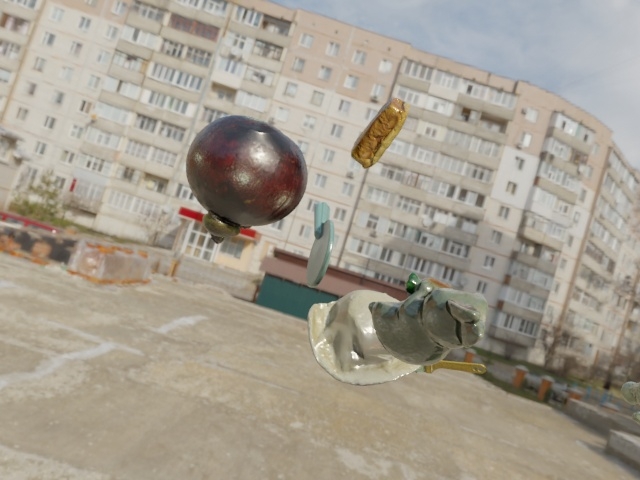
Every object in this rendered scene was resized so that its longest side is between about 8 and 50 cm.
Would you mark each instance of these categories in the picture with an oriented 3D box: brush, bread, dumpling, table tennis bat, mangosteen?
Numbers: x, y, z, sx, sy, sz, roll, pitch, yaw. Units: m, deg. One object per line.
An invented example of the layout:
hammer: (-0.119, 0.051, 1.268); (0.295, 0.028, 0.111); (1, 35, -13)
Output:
brush: (0.378, 0.369, 1.659); (0.218, 0.082, 0.010); (3, 29, 14)
bread: (0.106, -0.189, 0.987); (0.053, 0.132, 0.074); (33, 28, -7)
dumpling: (0.111, 0.210, 1.203); (0.243, 0.227, 0.175); (-19, -53, 19)
table tennis bat: (0.000, 0.000, 1.284); (0.040, 0.153, 0.244); (17, 42, -13)
mangosteen: (-0.134, -0.105, 0.960); (0.216, 0.216, 0.216); (17, -3, 1)

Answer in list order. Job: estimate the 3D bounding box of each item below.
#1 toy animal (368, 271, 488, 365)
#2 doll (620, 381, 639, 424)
toy animal: (0.164, 0.109, 0.743); (0.108, 0.138, 0.236); (-20, 5, -27)
doll: (0.705, 0.378, 1.096); (0.155, 0.275, 0.113); (-13, -34, -5)
